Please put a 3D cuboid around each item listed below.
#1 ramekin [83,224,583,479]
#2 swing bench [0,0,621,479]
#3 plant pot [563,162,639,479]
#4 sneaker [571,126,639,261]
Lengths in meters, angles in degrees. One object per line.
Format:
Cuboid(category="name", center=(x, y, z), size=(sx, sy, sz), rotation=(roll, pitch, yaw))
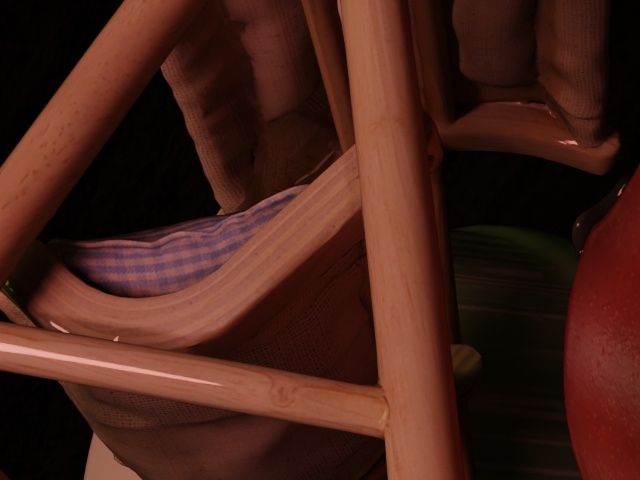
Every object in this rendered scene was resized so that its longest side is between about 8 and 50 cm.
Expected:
Cuboid(category="ramekin", center=(0.015, 0.131, 0.826), size=(0.303, 0.148, 0.303), rotation=(-20, 65, 50))
Cuboid(category="swing bench", center=(0.000, 0.000, 0.591), size=(0.165, 0.253, 0.255), rotation=(9, 66, 13))
Cuboid(category="plant pot", center=(0.217, 0.054, 0.494), size=(0.265, 0.272, 0.272), rotation=(27, 102, 61))
Cuboid(category="sneaker", center=(0.168, -0.037, 0.725), size=(0.178, 0.077, 0.072), rotation=(-57, 41, 27))
